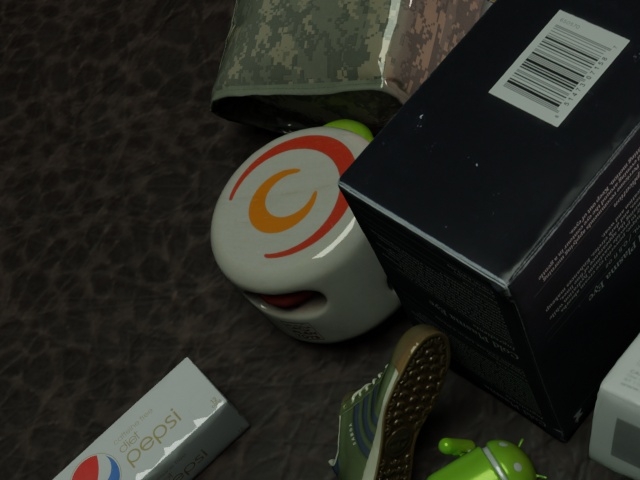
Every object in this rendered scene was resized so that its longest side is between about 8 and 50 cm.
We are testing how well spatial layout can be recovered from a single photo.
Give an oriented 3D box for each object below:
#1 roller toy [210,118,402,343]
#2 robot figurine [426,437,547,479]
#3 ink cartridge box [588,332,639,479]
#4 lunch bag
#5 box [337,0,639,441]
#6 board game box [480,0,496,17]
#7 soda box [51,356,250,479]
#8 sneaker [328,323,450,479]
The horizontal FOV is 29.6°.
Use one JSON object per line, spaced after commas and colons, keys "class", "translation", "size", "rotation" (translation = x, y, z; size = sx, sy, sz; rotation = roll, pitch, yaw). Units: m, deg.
{"class": "roller toy", "translation": [0.000, 0.000, 1.202], "size": [0.209, 0.146, 0.191], "rotation": [-36, 45, 4]}
{"class": "robot figurine", "translation": [0.140, 0.220, 1.064], "size": [0.115, 0.067, 0.101], "rotation": [-30, 52, 0]}
{"class": "ink cartridge box", "translation": [0.444, 0.104, 0.988], "size": [0.308, 0.091, 0.385], "rotation": [22, 41, 30]}
{"class": "lunch bag", "translation": [0.018, -0.238, 1.295], "size": [0.287, 0.169, 0.235], "rotation": [5, 79, 39]}
{"class": "box", "translation": [0.222, -0.053, 1.050], "size": [0.179, 0.312, 0.343], "rotation": [33, 75, 33]}
{"class": "board game box", "translation": [0.198, -0.348, 1.390], "size": [0.242, 0.064, 0.316], "rotation": [-32, 55, -1]}
{"class": "soda box", "translation": [-0.178, 0.220, 1.181], "size": [0.216, 0.069, 0.074], "rotation": [-43, 55, -7]}
{"class": "sneaker", "translation": [0.052, 0.151, 1.095], "size": [0.086, 0.064, 0.192], "rotation": [35, 118, 45]}
